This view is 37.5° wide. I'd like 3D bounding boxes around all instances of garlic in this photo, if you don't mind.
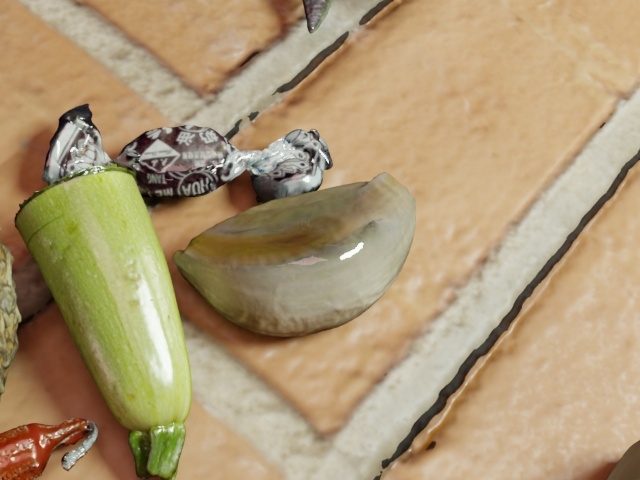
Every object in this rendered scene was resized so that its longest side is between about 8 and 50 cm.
[{"bbox_3d":[0.000,0.012,0.698,0.195,0.087,0.101,-23,55,-17],"label":"garlic"}]

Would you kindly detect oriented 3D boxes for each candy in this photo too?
[{"bbox_3d":[-0.101,-0.064,0.743,0.226,0.051,0.094,1,51,-11],"label":"candy"}]

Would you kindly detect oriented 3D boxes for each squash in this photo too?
[{"bbox_3d":[-0.138,0.066,0.656,0.094,0.094,0.224,-18,75,-18],"label":"squash"}]

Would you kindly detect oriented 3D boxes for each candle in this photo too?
[{"bbox_3d":[-0.222,0.150,0.606,0.162,0.048,0.053,-23,97,-21],"label":"candle"}]

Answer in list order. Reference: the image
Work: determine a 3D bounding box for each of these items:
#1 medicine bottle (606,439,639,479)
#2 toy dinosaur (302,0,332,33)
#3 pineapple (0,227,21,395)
[{"bbox_3d":[0.309,0.257,0.601,0.296,0.111,0.161,34,63,12],"label":"medicine bottle"},{"bbox_3d":[0.026,-0.310,0.882,0.162,0.077,0.294,-3,48,-6],"label":"toy dinosaur"},{"bbox_3d":[-0.291,0.052,0.588,0.193,0.166,0.166,-5,63,-8],"label":"pineapple"}]
